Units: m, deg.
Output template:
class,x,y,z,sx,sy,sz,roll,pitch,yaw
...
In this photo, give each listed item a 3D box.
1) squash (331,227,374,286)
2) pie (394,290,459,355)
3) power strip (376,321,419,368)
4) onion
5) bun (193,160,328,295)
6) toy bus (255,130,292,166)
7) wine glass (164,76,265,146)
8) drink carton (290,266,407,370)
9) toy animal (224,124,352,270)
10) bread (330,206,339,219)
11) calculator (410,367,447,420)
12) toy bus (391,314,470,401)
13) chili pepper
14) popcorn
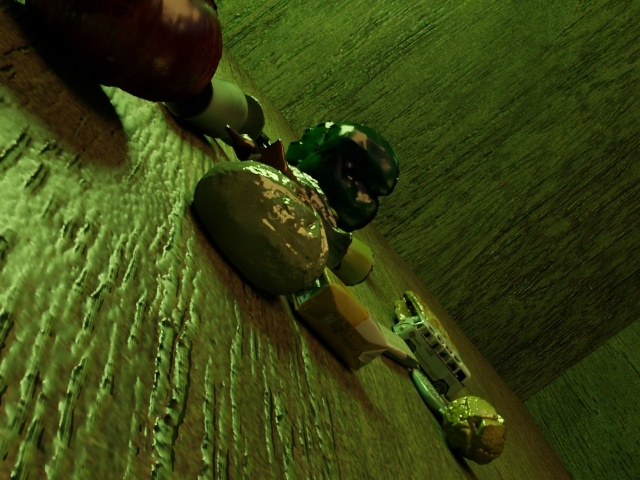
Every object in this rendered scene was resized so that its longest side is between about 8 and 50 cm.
class,x,y,z,sx,sy,sz,roll,pitch,yaw
squash,0.000,0.000,1.568,0.224,0.094,0.094,36,16,-38
pie,0.247,0.211,1.997,0.179,0.084,0.205,50,5,-27
power strip,0.131,0.195,1.572,0.060,0.027,0.252,55,8,28
onion,-0.230,-0.276,1.005,0.246,0.190,0.246,35,-1,1
bun,-0.069,-0.026,1.071,0.195,0.118,0.195,48,10,-12
toy bus,-0.106,-0.168,1.761,0.123,0.060,0.075,54,4,32
wine glass,-0.180,-0.227,1.428,0.103,0.103,0.231,53,12,12
drink carton,0.041,0.124,1.179,0.200,0.074,0.084,49,7,-29
toy animal,-0.057,-0.062,1.258,0.298,0.122,0.185,47,-6,20
bread,-0.054,-0.076,1.594,0.187,0.065,0.149,36,9,17
calculator,0.214,0.300,1.600,0.095,0.021,0.153,47,8,-31
toy bus,0.234,0.239,1.759,0.194,0.089,0.087,50,7,-4
chili pepper,0.045,-0.163,2.059,0.256,0.249,0.233,41,-16,-33
popcorn,0.266,0.335,1.469,0.106,0.116,0.121,-11,89,-53
